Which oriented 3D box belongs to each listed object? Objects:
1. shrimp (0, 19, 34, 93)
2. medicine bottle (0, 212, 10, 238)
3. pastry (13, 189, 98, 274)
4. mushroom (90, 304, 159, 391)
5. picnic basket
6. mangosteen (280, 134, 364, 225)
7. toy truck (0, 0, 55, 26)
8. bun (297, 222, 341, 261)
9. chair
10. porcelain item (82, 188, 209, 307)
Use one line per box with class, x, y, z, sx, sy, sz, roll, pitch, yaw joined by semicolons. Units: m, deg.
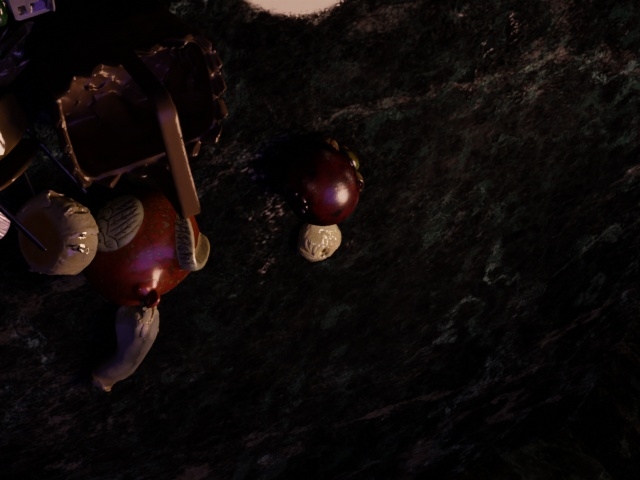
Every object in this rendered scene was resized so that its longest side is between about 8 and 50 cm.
shrimp;-0.578;-0.254;1.455;0.317;0.077;0.168;-38;141;9
medicine bottle;-0.627;-0.064;1.617;0.083;0.083;0.203;-42;143;9
pastry;-0.487;-0.009;1.736;0.166;0.166;0.088;-51;164;20
mushroom;-0.429;0.234;2.091;0.096;0.099;0.278;6;131;-34
picnic basket;-0.287;-0.209;1.531;0.291;0.321;0.254;-24;138;-18
mangosteen;0.011;-0.129;1.982;0.200;0.200;0.200;-21;141;-18
toy truck;-0.515;-0.357;1.370;0.243;0.101;0.125;-20;146;-15
bun;0.000;0.000;2.182;0.115;0.069;0.115;-22;141;-19
chair;-0.521;-0.119;1.549;0.172;0.158;0.247;-3;132;29
porcelain item;-0.338;0.034;1.827;0.253;0.253;0.253;-21;141;-18
